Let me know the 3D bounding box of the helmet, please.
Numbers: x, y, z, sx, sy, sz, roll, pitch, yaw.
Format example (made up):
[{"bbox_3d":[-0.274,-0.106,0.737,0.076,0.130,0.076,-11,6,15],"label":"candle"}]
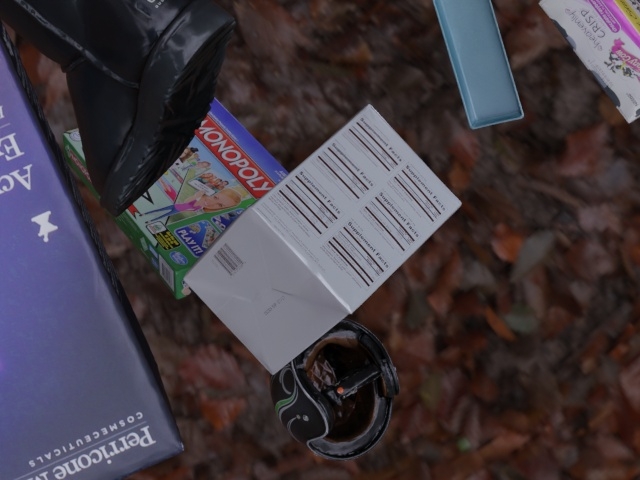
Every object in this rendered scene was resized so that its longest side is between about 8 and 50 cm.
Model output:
[{"bbox_3d":[0.015,0.189,1.801,0.169,0.169,0.161,-8,152,-12],"label":"helmet"}]

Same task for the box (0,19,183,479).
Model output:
[{"bbox_3d":[-0.170,0.021,0.626,0.153,0.108,0.207,-25,108,-6],"label":"box"}]

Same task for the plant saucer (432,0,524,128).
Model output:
[{"bbox_3d":[0.175,-0.224,1.608,0.067,0.018,0.192,-11,107,27],"label":"plant saucer"}]

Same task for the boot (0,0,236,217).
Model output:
[{"bbox_3d":[-0.173,-0.146,0.984,0.207,0.246,0.094,40,61,5],"label":"boot"}]

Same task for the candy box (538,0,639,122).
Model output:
[{"bbox_3d":[0.343,-0.227,1.522,0.071,0.233,0.159,-39,85,33],"label":"candy box"}]

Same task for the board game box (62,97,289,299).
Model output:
[{"bbox_3d":[-0.157,-0.065,1.760,0.213,0.317,0.046,-20,134,-26],"label":"board game box"}]

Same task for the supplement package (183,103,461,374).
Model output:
[{"bbox_3d":[0.000,0.000,1.502,0.149,0.194,0.203,47,54,0],"label":"supplement package"}]
